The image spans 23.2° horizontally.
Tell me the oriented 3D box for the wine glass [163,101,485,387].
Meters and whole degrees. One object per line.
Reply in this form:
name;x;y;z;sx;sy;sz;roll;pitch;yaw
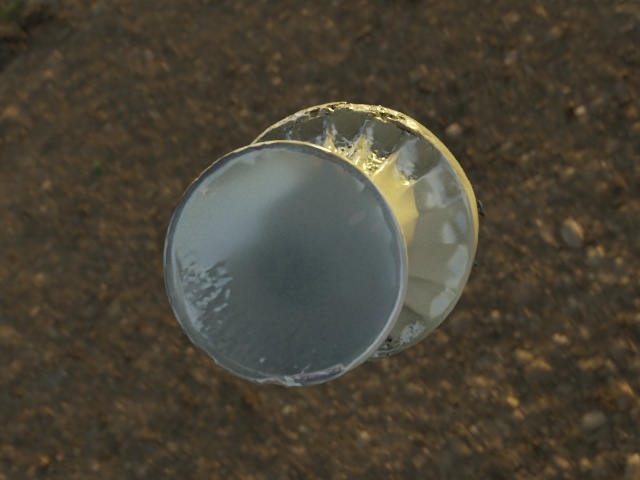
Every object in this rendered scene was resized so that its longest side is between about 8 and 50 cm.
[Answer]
wine glass;0.000;0.000;0.881;0.165;0.196;0.164;1;94;12
